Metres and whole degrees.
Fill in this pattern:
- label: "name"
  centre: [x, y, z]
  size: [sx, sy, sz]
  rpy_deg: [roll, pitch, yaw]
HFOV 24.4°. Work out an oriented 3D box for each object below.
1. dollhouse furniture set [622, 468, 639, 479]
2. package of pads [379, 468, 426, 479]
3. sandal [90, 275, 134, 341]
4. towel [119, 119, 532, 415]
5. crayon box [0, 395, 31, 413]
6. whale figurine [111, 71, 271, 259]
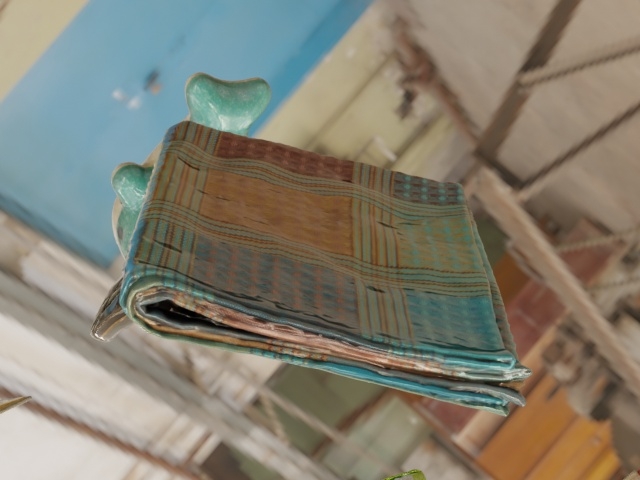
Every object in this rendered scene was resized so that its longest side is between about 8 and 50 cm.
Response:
- label: "dollhouse furniture set"
  centre: [0.262, 0.303, 1.301]
  size: [0.129, 0.129, 0.184]
  rpy_deg: [49, 169, 16]
- label: "package of pads"
  centre: [0.084, 0.360, 1.270]
  size: [0.296, 0.101, 0.229]
  rpy_deg: [-91, -18, -68]
- label: "sandal"
  centre: [-0.139, 0.046, 1.361]
  size: [0.060, 0.219, 0.090]
  rpy_deg: [38, -136, -16]
- label: "towel"
  centre: [0.000, 0.000, 1.092]
  size: [0.271, 0.040, 0.370]
  rpy_deg: [13, -159, -6]
- label: "crayon box"
  centre: [-0.362, 0.174, 0.929]
  size: [0.203, 0.323, 0.083]
  rpy_deg: [-20, -80, -72]
- label: "whale figurine"
  centre: [-0.128, -0.055, 1.677]
  size: [0.216, 0.272, 0.141]
  rpy_deg: [3, -146, -32]
